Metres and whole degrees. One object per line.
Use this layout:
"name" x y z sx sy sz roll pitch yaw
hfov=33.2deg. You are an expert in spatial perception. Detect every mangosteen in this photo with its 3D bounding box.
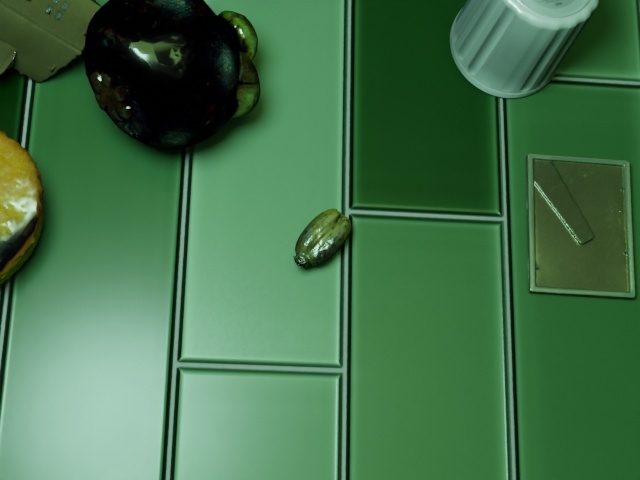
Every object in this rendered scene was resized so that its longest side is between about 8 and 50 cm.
"mangosteen" -0.191 -0.232 1.414 0.243 0.243 0.243 2 73 -5

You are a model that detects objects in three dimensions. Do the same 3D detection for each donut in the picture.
"donut" -0.475 -0.035 1.366 0.253 0.118 0.253 3 71 -8

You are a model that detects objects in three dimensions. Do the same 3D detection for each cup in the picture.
"cup" 0.279 -0.338 1.493 0.167 0.202 0.221 -9 75 -11

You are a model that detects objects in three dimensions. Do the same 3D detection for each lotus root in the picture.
"lotus root" 0.000 0.000 1.437 0.054 0.049 0.099 43 73 -1

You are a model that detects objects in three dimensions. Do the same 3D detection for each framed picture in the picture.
"framed picture" 0.362 -0.020 1.500 0.150 0.015 0.203 3 73 -5

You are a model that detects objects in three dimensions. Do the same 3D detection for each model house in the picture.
"model house" -0.447 -0.278 1.447 0.248 0.181 0.176 -52 40 8
